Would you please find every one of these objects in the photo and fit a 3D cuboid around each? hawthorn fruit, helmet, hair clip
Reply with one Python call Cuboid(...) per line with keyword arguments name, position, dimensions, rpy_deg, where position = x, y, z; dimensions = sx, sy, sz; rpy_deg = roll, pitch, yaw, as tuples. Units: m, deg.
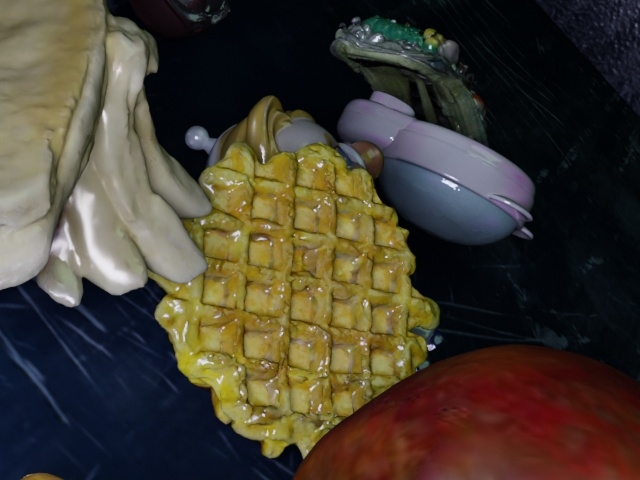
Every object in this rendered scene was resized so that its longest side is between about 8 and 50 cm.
Cuboid(name="hawthorn fruit", position=(0.117, 0.212, 0.805), dimensions=(0.324, 0.308, 0.308), rpy_deg=(-7, 57, -42))
Cuboid(name="helmet", position=(-0.150, -0.240, 1.296), dimensions=(0.098, 0.070, 0.123), rpy_deg=(60, 31, 3))
Cuboid(name="hair clip", position=(0.118, -0.182, 1.483), dimensions=(0.138, 0.091, 0.321), rpy_deg=(19, -11, 23))

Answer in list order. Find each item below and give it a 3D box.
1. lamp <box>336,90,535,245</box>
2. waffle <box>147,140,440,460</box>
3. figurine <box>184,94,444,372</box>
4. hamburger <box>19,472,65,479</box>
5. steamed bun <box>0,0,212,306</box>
Cuboid(name="lamp", position=(0.120, -0.068, 1.427), dimensions=(0.246, 0.108, 0.179), rpy_deg=(32, -8, 14))
Cuboid(name="waffle", position=(-0.015, 0.038, 0.997), dimensions=(0.238, 0.058, 0.243), rpy_deg=(-37, 94, -34))
Cuboid(name="figurine", position=(0.006, -0.003, 1.146), dimensions=(0.274, 0.133, 0.194), rpy_deg=(39, 48, -32))
Cuboid(name="hamburger", position=(-0.152, 0.167, 0.720), dimensions=(0.076, 0.044, 0.083), rpy_deg=(41, 28, -13))
Cuboid(name="steamed bun", position=(-0.199, -0.086, 0.880), dimensions=(0.247, 0.189, 0.428), rpy_deg=(-9, 43, -15))
